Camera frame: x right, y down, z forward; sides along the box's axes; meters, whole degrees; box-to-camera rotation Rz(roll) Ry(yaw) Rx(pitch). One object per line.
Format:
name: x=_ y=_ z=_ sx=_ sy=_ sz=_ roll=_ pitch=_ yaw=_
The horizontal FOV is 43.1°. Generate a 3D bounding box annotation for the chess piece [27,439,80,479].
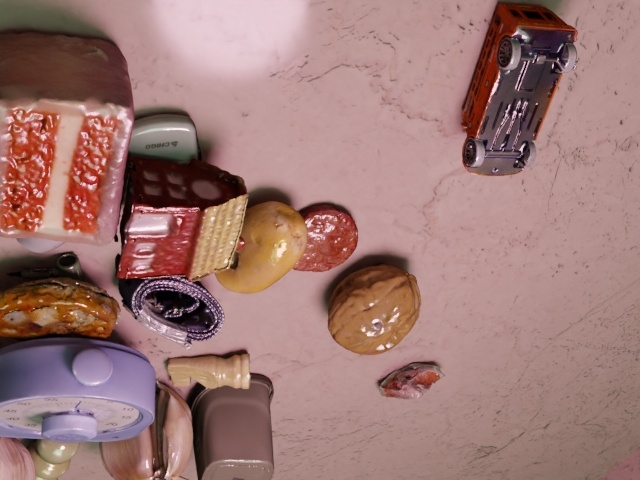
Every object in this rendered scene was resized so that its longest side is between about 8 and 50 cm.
chess piece: x=-0.685 y=0.552 z=2.017 sx=0.144 sy=0.144 sz=0.251 roll=20 pitch=115 yaw=-33

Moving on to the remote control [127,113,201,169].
remote control: x=-0.299 y=-0.114 z=1.587 sx=0.140 sy=0.056 sz=0.296 roll=-10 pitch=134 yaw=-13

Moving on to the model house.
model house: x=-0.254 y=-0.039 z=1.525 sx=0.254 sy=0.160 sz=0.196 roll=2 pitch=130 yaw=-25

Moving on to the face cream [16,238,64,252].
face cream: x=-0.518 y=-0.041 z=1.534 sx=0.117 sy=0.117 sz=0.104 roll=26 pitch=126 yaw=-35

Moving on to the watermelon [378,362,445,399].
watermelon: x=0.249 y=0.382 z=2.195 sx=0.187 sy=0.139 sz=0.071 roll=-19 pitch=101 yaw=-1

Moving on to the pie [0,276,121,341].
pie: x=-0.556 y=0.155 z=1.679 sx=0.308 sy=0.085 sz=0.308 roll=-5 pitch=150 yaw=-3

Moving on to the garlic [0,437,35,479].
garlic: x=-0.832 y=0.533 z=1.854 sx=0.317 sy=0.259 sz=0.317 roll=1 pitch=168 yaw=0

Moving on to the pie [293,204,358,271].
pie: x=0.000 y=0.000 z=1.801 sx=0.182 sy=0.049 sz=0.182 roll=-10 pitch=132 yaw=-12

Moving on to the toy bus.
toy bus: x=0.371 y=-0.288 z=1.597 sx=0.143 sy=0.153 sz=0.329 roll=-1 pitch=130 yaw=-16

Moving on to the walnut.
walnut: x=0.122 y=0.162 z=1.896 sx=0.245 sy=0.198 sz=0.198 roll=-38 pitch=132 yaw=16

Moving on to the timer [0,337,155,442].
timer: x=-0.541 y=0.342 z=1.761 sx=0.395 sy=0.173 sz=0.395 roll=-3 pitch=152 yaw=-2

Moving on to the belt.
belt: x=-0.325 y=0.131 z=1.758 sx=0.230 sy=0.126 sz=0.139 roll=31 pitch=92 yaw=-37

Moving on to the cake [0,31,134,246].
cake: x=-0.445 y=-0.173 z=1.368 sx=0.237 sy=0.230 sz=0.309 roll=2 pitch=129 yaw=-24

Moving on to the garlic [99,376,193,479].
garlic: x=-0.419 y=0.484 z=1.985 sx=0.210 sy=0.292 sz=0.237 roll=-2 pitch=157 yaw=-29

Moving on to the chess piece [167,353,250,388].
chess piece: x=-0.272 y=0.321 z=1.988 sx=0.200 sy=0.090 sz=0.090 roll=1 pitch=131 yaw=-5

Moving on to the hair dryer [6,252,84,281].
hair dryer: x=-0.569 y=0.069 z=1.672 sx=0.150 sy=0.047 sz=0.071 roll=-4 pitch=133 yaw=-8

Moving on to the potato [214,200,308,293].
potato: x=-0.127 y=0.020 z=1.705 sx=0.234 sy=0.150 sz=0.146 roll=-39 pitch=136 yaw=26

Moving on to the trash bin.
trash bin: x=-0.219 y=0.498 z=2.041 sx=0.219 sy=0.250 sz=0.220 roll=5 pitch=130 yaw=-17
